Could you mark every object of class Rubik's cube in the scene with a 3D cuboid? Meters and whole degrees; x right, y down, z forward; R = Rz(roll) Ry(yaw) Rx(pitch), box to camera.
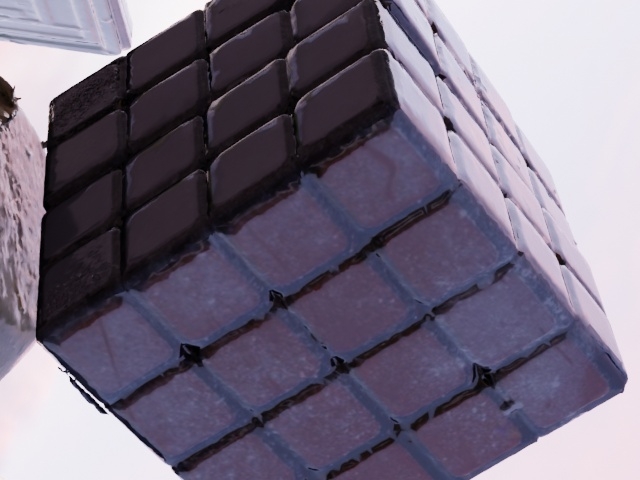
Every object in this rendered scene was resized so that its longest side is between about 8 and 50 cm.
[{"bbox_3d":[0.000,0.000,1.597,0.344,0.344,0.337,-30,-147,15],"label":"Rubik's cube"}]

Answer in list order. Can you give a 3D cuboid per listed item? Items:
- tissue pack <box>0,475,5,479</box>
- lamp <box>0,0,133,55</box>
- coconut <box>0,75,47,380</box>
[{"bbox_3d":[-0.331,0.313,1.568,0.263,0.146,0.198,-23,-164,-21],"label":"tissue pack"},{"bbox_3d":[-0.332,-0.259,2.003,0.269,0.266,0.047,91,6,-78],"label":"lamp"},{"bbox_3d":[-0.422,-0.002,1.677,0.360,0.346,0.346,-7,-131,14],"label":"coconut"}]
